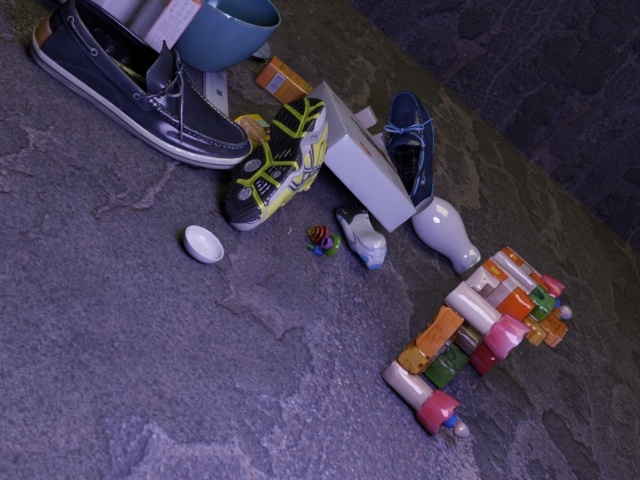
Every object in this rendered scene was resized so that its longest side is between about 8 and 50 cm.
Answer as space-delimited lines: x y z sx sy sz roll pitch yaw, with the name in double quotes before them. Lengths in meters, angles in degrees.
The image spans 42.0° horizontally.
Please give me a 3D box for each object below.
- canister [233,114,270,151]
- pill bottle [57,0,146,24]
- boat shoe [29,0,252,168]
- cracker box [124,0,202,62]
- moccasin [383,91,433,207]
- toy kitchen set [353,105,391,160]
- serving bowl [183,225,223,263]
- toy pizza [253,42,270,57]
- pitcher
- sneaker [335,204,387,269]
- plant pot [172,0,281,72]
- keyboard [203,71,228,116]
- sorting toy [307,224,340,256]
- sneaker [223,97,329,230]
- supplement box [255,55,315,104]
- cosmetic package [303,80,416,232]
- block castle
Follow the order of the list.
"canister" -0.129 -0.215 1.955 0.170 0.073 0.126 46 26 10
"pill bottle" -0.558 -0.647 1.847 0.361 0.204 0.204 44 26 3
"boat shoe" -0.338 -0.313 1.695 0.500 0.156 0.187 33 32 -20
"cracker box" -0.357 -0.482 1.849 0.067 0.232 0.156 27 30 -32
"moccasin" 0.256 -0.262 2.330 0.117 0.137 0.342 12 65 -60
"toy kitchen set" 0.152 -0.293 2.471 0.207 0.122 0.166 60 23 -12
"serving bowl" -0.219 0.012 1.530 0.083 0.027 0.083 33 27 -19
"toy pizza" -0.233 -0.599 2.438 0.201 0.032 0.201 34 28 -21
"pitcher" 0.342 -0.027 2.305 0.207 0.125 0.178 48 11 -14
"sneaker" 0.090 -0.014 1.979 0.085 0.086 0.237 -1 30 -18
"plant pot" -0.273 -0.538 2.080 0.290 0.195 0.290 26 31 -16
"keyboard" -0.262 -0.372 2.078 0.072 0.014 0.256 34 27 -29
"sorting toy" 0.000 0.000 1.827 0.042 0.061 0.102 25 8 -32
"sneaker" -0.069 -0.144 1.778 0.385 0.145 0.147 -57 141 -36
"supplement box" -0.066 -0.409 2.336 0.233 0.080 0.078 39 28 -13
"cosmetic package" 0.090 -0.223 2.139 0.284 0.097 0.377 42 16 -28
"block castle" 0.351 0.206 1.743 0.213 0.303 0.453 43 25 14
